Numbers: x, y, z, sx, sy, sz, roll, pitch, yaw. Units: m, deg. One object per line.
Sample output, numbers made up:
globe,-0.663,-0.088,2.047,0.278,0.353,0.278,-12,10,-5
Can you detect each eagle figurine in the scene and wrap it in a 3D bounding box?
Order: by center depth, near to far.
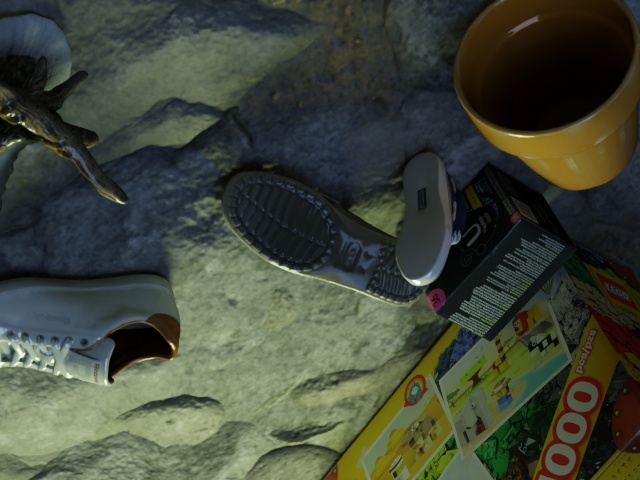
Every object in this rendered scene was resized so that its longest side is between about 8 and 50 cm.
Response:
eagle figurine,-0.384,-0.089,1.605,0.298,0.225,0.226,-18,90,34

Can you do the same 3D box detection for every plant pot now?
plant pot,0.273,-0.155,1.737,0.205,0.205,0.188,-30,144,5

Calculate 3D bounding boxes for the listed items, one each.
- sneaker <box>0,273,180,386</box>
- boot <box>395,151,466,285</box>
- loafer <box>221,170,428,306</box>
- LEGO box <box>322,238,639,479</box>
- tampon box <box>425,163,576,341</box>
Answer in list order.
sneaker,-0.302,0.112,1.782,0.290,0.123,0.106,-9,134,-12
boot,0.138,-0.010,1.798,0.069,0.190,0.086,-17,135,28
loafer,0.000,0.000,1.820,0.268,0.092,0.102,28,89,-16
LEGO box,0.244,0.295,1.934,0.193,0.372,0.500,24,115,-30
tampon box,0.203,0.015,1.874,0.101,0.120,0.161,28,113,-32
